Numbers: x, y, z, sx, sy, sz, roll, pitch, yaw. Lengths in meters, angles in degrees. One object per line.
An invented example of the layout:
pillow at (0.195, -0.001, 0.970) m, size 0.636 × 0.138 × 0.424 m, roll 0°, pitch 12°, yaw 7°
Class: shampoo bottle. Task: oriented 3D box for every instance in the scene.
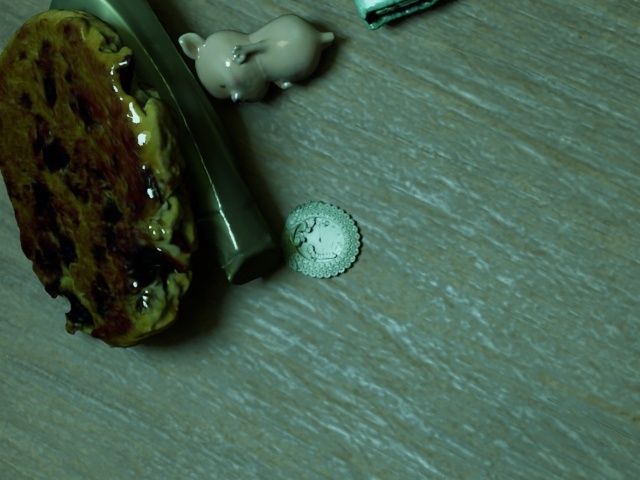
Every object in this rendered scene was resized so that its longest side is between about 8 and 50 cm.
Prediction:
shampoo bottle at (-0.151, -0.114, 1.689) m, size 0.350 × 0.084 × 0.125 m, roll 58°, pitch 146°, yaw 15°

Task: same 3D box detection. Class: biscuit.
biscuit at (-0.214, -0.062, 1.659) m, size 0.289 × 0.081 × 0.334 m, roll -4°, pitch 101°, yaw 51°

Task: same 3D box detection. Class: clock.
clock at (0.000, 0.000, 1.672) m, size 0.083 × 0.010 × 0.074 m, roll 19°, pitch 89°, yaw 20°

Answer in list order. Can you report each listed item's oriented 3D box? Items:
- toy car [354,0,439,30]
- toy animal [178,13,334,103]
toy car at (0.043, -0.371, 1.659) m, size 0.141 × 0.097 × 0.320 m, roll -23°, pitch 76°, yaw 16°
toy animal at (-0.059, -0.180, 1.678) m, size 0.150 × 0.083 × 0.089 m, roll -10°, pitch 39°, yaw 0°
